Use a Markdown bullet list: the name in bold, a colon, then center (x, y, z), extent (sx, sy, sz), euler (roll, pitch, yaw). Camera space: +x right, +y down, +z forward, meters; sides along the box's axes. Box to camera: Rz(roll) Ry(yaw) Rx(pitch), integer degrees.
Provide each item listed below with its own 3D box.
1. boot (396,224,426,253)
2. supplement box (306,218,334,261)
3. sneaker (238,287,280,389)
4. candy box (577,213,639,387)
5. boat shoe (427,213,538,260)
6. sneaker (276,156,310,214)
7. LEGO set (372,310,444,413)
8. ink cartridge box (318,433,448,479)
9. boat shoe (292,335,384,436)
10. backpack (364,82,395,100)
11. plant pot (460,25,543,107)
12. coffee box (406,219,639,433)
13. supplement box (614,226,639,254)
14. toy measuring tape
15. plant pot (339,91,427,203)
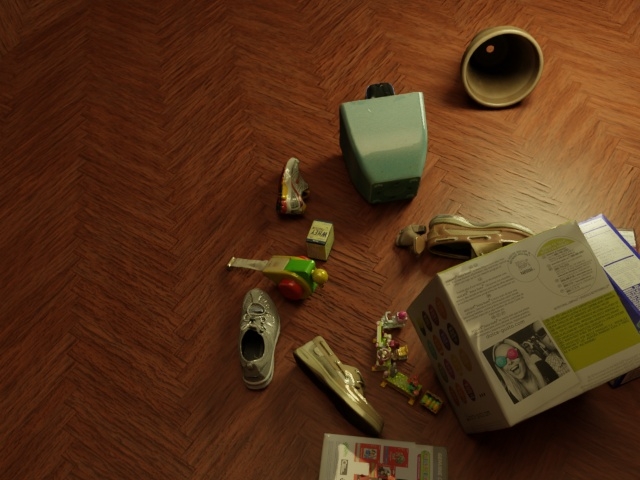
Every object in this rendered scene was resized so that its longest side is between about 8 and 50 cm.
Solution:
- **boot**: center (0.252, 0.001, 1.932), extent (0.087, 0.042, 0.118), euler (-16, 34, 37)
- **supplement box**: center (0.000, 0.000, 1.945), extent (0.056, 0.083, 0.083), euler (11, 53, 13)
- **sneaker**: center (-0.157, 0.231, 1.753), extent (0.105, 0.115, 0.281), euler (-7, 51, 0)
- **candy box**: center (0.686, 0.143, 1.645), extent (0.122, 0.268, 0.317), euler (-17, 51, -13)
- **boat shoe**: center (0.446, 0.019, 1.875), extent (0.324, 0.123, 0.116), euler (9, 56, 24)
- **sneaker**: center (-0.081, -0.161, 2.098), extent (0.093, 0.088, 0.225), euler (12, 50, -11)
- **LEGO set**: center (0.195, 0.293, 1.674), extent (0.132, 0.107, 0.287), euler (-16, 51, -8)
- **ink cartridge box**: center (0.126, 0.584, 1.431), extent (0.272, 0.130, 0.309), euler (4, 52, 7)
- **boat shoe**: center (0.058, 0.342, 1.652), extent (0.098, 0.109, 0.302), euler (-35, 51, -20)
- **backpack**: center (0.200, -0.468, 2.305), extent (0.105, 0.084, 0.114), euler (-5, 56, 1)
- **plant pot**: center (0.589, -0.607, 2.305), extent (0.263, 0.263, 0.229), euler (-3, 32, 3)
- **coffee box**: center (0.434, 0.200, 1.521), extent (0.338, 0.337, 0.334), euler (-21, 75, -11)
- **supplement box**: center (0.784, 0.068, 1.801), extent (0.081, 0.104, 0.188), euler (3, 51, 8)
- **toy measuring tape**: center (-0.112, 0.101, 1.887), extent (0.330, 0.121, 0.121), euler (1, 47, 36)
- **plant pot**: center (0.199, -0.254, 2.042), extent (0.247, 0.248, 0.252), euler (-10, 69, -2)
